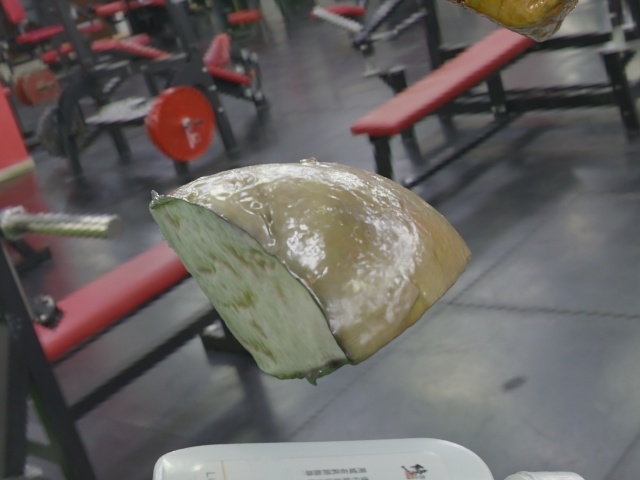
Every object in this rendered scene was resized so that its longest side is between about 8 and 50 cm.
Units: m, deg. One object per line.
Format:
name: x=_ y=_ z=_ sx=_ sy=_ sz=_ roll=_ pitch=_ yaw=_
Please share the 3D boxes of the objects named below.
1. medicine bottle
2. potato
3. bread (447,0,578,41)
medicine bottle: x=0.036 y=0.214 z=0.700 sx=0.296 sy=0.111 sz=0.161 roll=2 pitch=47 yaw=-12
potato: x=0.022 y=-0.020 z=0.916 sx=0.264 sy=0.211 sz=0.189 roll=-31 pitch=-2 yaw=-34
bread: x=0.144 y=-0.231 z=0.765 sx=0.143 sy=0.149 sz=0.158 roll=28 pitch=14 yaw=6
